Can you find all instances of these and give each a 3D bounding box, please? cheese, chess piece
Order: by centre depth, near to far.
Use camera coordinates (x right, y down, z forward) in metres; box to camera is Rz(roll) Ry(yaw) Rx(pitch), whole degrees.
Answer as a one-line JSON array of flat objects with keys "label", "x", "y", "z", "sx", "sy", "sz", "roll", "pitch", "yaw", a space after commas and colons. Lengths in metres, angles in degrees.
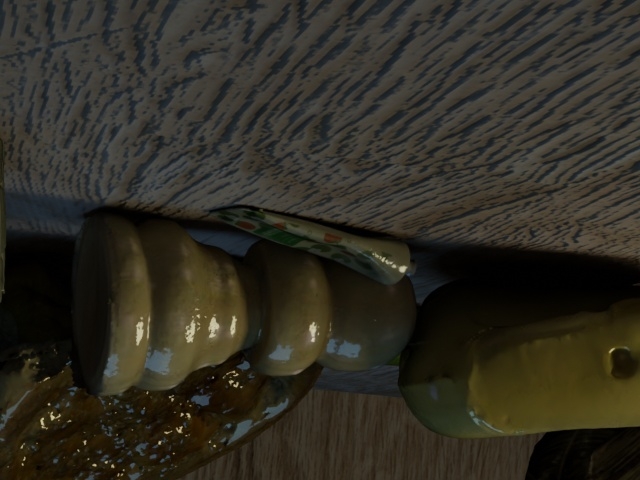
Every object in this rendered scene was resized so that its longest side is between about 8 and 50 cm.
[{"label": "chess piece", "x": -0.054, "y": 0.049, "z": 1.376, "sx": 0.260, "sy": 0.143, "sz": 0.143, "roll": 0, "pitch": 174, "yaw": -21}, {"label": "cheese", "x": 0.182, "y": 0.096, "z": 1.485, "sx": 0.259, "sy": 0.128, "sz": 0.316, "roll": -1, "pitch": -176, "yaw": -10}]

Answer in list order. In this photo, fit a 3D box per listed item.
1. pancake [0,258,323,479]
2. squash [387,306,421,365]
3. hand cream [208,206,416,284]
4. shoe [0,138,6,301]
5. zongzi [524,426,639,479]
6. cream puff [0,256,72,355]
[{"label": "pancake", "x": -0.169, "y": 0.144, "z": 1.637, "sx": 0.382, "sy": 0.071, "sz": 0.382, "roll": -23, "pitch": 152, "yaw": -13}, {"label": "squash", "x": 0.123, "y": 0.102, "z": 1.847, "sx": 0.228, "sy": 0.066, "sz": 0.066, "roll": 7, "pitch": 172, "yaw": -23}, {"label": "hand cream", "x": 0.000, "y": 0.000, "z": 1.315, "sx": 0.165, "sy": 0.037, "sz": 0.057, "roll": 16, "pitch": 168, "yaw": -29}, {"label": "shoe", "x": -0.254, "y": -0.013, "z": 1.092, "sx": 0.125, "sy": 0.099, "sz": 0.227, "roll": 4, "pitch": 177, "yaw": -12}, {"label": "zongzi", "x": 0.359, "y": 0.159, "z": 1.576, "sx": 0.317, "sy": 0.154, "sz": 0.289, "roll": -14, "pitch": -157, "yaw": 32}, {"label": "cream puff", "x": -0.249, "y": 0.084, "z": 1.679, "sx": 0.156, "sy": 0.121, "sz": 0.156, "roll": 26, "pitch": 141, "yaw": 24}]
